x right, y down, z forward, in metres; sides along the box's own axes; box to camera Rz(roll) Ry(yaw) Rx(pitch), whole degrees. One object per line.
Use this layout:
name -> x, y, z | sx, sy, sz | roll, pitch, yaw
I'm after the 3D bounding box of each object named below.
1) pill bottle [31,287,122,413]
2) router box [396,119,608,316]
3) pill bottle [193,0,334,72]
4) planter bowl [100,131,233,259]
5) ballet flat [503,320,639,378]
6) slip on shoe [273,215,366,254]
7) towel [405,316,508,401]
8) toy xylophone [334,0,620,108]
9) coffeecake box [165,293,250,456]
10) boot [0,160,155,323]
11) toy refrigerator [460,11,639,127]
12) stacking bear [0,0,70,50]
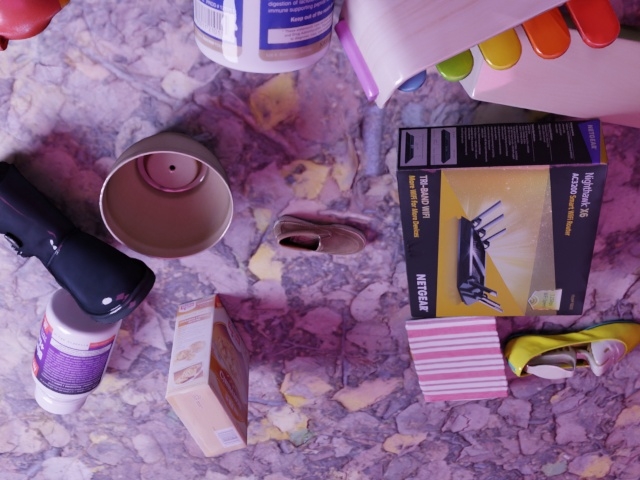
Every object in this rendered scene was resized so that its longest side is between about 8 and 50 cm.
pill bottle -> -0.369, 0.168, 1.205 | 0.108, 0.108, 0.193 | 16, 125, -15
router box -> 0.231, -0.016, 1.062 | 0.243, 0.081, 0.309 | -2, 140, 10
pill bottle -> -0.055, -0.319, 0.820 | 0.153, 0.153, 0.264 | 2, 128, -5
planter bowl -> -0.192, -0.071, 1.029 | 0.162, 0.109, 0.162 | -3, 127, -4
ballet flat -> 0.411, 0.183, 1.288 | 0.231, 0.077, 0.077 | -6, 127, 0
slip on shoe -> 0.000, 0.000, 1.141 | 0.135, 0.041, 0.051 | 15, 125, -14
towel -> 0.223, 0.190, 1.305 | 0.144, 0.029, 0.197 | -7, 128, 14
toy xylophone -> 0.164, -0.288, 0.850 | 0.323, 0.081, 0.236 | -17, 83, 6
coffeecake box -> -0.161, 0.197, 1.192 | 0.068, 0.185, 0.142 | -17, 127, 9
boot -> -0.340, -0.002, 1.017 | 0.094, 0.246, 0.207 | -53, 126, -16
toy refrigerator -> 0.311, -0.211, 0.970 | 0.270, 0.094, 0.102 | 7, 120, -10
stacking bear -> -0.321, -0.334, 0.797 | 0.164, 0.175, 0.289 | 0, 135, -7
